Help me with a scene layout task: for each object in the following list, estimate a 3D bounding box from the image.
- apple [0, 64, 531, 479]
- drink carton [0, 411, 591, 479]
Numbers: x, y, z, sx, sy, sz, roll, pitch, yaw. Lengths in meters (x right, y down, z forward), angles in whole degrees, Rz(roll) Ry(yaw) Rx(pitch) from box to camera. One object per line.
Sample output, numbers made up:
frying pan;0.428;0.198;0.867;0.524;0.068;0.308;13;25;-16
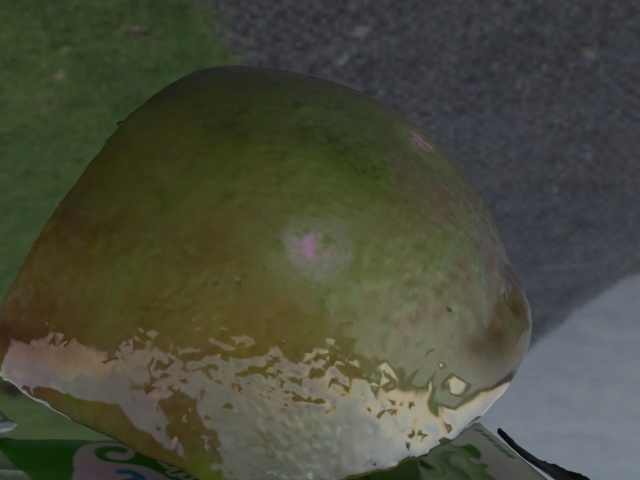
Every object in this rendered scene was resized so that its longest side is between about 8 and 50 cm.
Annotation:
apple;0.000;0.000;0.628;0.193;0.120;0.265;20;-151;18
drink carton;-0.006;0.149;0.581;0.271;0.108;0.161;3;-161;-33
